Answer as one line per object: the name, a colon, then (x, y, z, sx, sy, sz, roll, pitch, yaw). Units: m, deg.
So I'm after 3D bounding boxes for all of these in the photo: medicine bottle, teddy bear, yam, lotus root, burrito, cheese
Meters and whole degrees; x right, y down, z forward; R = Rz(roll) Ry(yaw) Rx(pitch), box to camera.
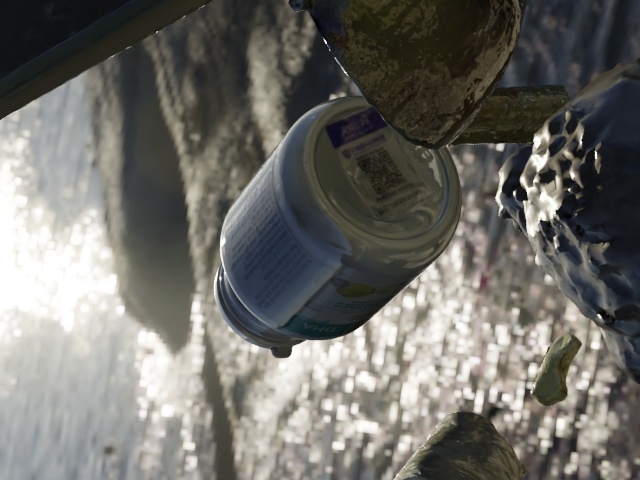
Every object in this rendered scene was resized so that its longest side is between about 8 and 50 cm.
medicine bottle: (0.000, 0.000, 1.019, 0.215, 0.135, 0.135, 132, 145, -54)
teddy bear: (0.153, 0.005, 0.440, 0.177, 0.190, 0.140, 4, 79, 65)
yam: (0.151, -0.109, 1.222, 0.054, 0.132, 0.054, 176, 90, -73)
lotus root: (0.054, -0.152, 0.701, 0.078, 0.183, 0.204, -26, 23, 31)
burrito: (0.145, 0.270, 1.496, 0.299, 0.143, 0.105, -36, -47, -76)
cheese: (0.253, 0.136, 1.490, 0.044, 0.030, 0.083, -6, 47, 50)

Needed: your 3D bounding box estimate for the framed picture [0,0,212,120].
framed picture: (-0.155, -0.239, 0.787, 0.247, 0.022, 0.335, -25, 63, 24)
